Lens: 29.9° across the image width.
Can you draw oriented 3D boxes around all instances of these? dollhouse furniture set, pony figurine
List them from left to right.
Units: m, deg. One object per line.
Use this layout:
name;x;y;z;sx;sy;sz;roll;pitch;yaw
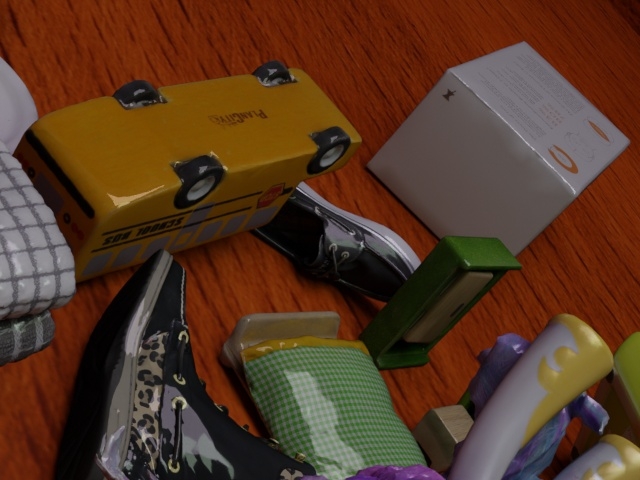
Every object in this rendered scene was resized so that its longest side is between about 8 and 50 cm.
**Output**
dollhouse furniture set;0.087;0.116;1.057;0.301;0.151;0.197;1;47;-50
pony figurine;0.063;0.214;0.632;0.351;0.303;0.363;40;65;17

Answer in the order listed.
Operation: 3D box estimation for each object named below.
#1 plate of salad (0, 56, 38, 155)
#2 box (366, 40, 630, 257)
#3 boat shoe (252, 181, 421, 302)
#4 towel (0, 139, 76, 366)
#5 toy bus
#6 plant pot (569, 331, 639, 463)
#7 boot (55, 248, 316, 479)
plate of salad;-0.328;-0.146;1.028;0.200;0.048;0.200;31;29;-20
box;0.244;-0.115;1.570;0.215;0.168;0.345;45;27;8
boat shoe;0.000;0.000;1.199;0.228;0.080;0.076;38;34;-4
towel;-0.327;-0.021;0.773;0.235;0.121;0.284;-11;52;-47
toy bus;-0.111;-0.065;1.052;0.108;0.130;0.332;49;36;17
plant pot;0.380;0.223;1.176;0.207;0.227;0.228;-1;42;-13
boot;-0.090;0.129;0.892;0.178;0.085;0.236;32;35;-20
